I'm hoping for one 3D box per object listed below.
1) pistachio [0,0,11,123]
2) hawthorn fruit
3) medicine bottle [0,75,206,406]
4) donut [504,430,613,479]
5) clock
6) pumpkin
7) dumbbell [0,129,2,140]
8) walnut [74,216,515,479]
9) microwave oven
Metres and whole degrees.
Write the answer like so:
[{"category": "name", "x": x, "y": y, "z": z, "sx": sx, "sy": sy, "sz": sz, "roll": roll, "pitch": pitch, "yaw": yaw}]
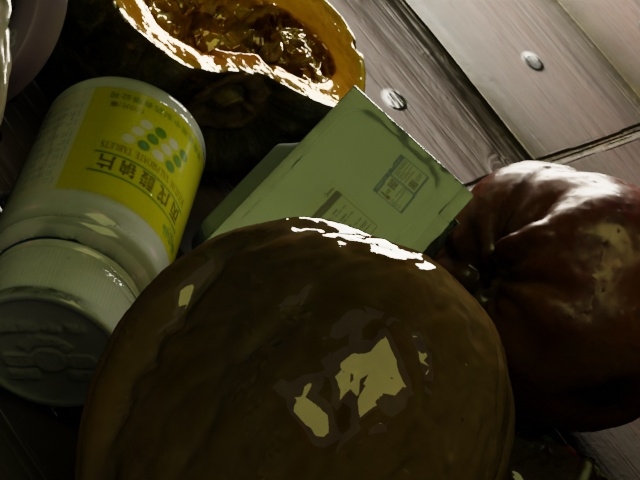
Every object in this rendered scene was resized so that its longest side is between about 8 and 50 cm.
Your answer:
[{"category": "pistachio", "x": -0.354, "y": -0.078, "z": 1.162, "sx": 0.332, "sy": 0.208, "sz": 0.226, "roll": -33, "pitch": 50, "yaw": -10}, {"category": "hawthorn fruit", "x": 0.218, "y": 0.050, "z": 1.473, "sx": 0.258, "sy": 0.258, "sz": 0.262, "roll": 51, "pitch": 28, "yaw": 14}, {"category": "medicine bottle", "x": -0.183, "y": -0.002, "z": 1.303, "sx": 0.143, "sy": 0.143, "sz": 0.258, "roll": 27, "pitch": 43, "yaw": -13}, {"category": "donut", "x": 0.167, "y": 0.299, "z": 1.285, "sx": 0.259, "sy": 0.136, "sz": 0.345, "roll": 13, "pitch": 47, "yaw": -29}, {"category": "clock", "x": -0.285, "y": -0.174, "z": 1.381, "sx": 0.198, "sy": 0.172, "sz": 0.064, "roll": 21, "pitch": 4, "yaw": 41}, {"category": "pumpkin", "x": -0.116, "y": -0.183, "z": 1.497, "sx": 0.317, "sy": 0.139, "sz": 0.222, "roll": 10, "pitch": 46, "yaw": -37}, {"category": "dumbbell", "x": -0.355, "y": -0.102, "z": 1.302, "sx": 0.191, "sy": 0.100, "sz": 0.100, "roll": 37, "pitch": 40, "yaw": -2}, {"category": "walnut", "x": -0.022, "y": 0.141, "z": 1.145, "sx": 0.333, "sy": 0.333, "sz": 0.333, "roll": 20, "pitch": 44, "yaw": -20}, {"category": "microwave oven", "x": 0.000, "y": 0.000, "z": 1.397, "sx": 0.162, "sy": 0.122, "sz": 0.208, "roll": 42, "pitch": 65, "yaw": 2}]
